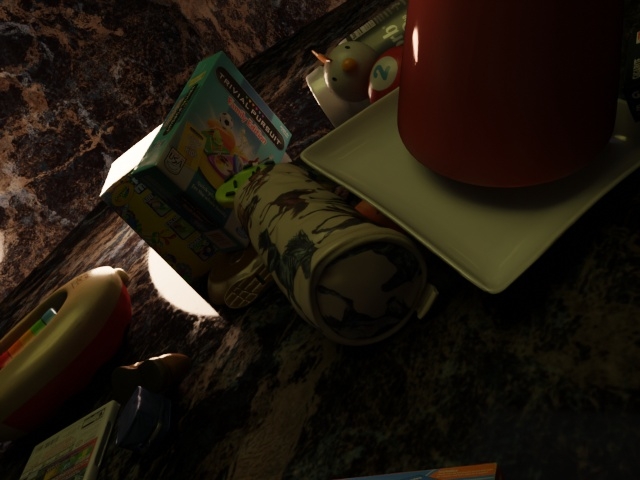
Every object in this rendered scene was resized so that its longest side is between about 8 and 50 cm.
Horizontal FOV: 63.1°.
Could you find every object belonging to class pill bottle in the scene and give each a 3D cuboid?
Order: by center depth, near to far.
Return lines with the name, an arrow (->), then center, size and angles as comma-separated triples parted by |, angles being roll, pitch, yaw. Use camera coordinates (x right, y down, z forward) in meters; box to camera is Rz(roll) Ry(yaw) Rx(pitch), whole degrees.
pill bottle -> 0.165, -0.391, 1.146 | 0.363, 0.210, 0.210 | -32, 27, 14

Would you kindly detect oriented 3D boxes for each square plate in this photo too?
square plate -> 0.207, -0.118, 0.688 | 0.347, 0.049, 0.344 | -36, 51, -17

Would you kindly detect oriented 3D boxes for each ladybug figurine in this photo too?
ladybug figurine -> -0.569, 0.245, 1.111 | 0.449, 0.162, 0.305 | -47, 27, -15

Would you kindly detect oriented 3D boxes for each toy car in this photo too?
toy car -> 0.085, -0.308, 0.972 | 0.210, 0.238, 0.219 | -35, -34, -78

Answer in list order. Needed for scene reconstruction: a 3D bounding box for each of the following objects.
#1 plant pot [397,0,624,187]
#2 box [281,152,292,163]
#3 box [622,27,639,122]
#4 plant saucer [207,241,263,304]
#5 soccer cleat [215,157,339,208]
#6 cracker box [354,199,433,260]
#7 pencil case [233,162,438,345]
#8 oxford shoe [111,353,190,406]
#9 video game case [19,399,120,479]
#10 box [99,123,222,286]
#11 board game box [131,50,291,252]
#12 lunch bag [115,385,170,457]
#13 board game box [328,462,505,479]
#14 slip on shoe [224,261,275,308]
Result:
plant pot -> 0.215, -0.239, 0.595 | 0.275, 0.243, 0.275 | -7, 49, 8
box -> -0.132, -0.204, 1.340 | 0.087, 0.102, 0.101 | -38, 28, -4
box -> 0.472, -0.237, 0.627 | 0.175, 0.051, 0.220 | -15, 26, 41
plant saucer -> -0.160, 0.044, 1.062 | 0.199, 0.036, 0.198 | -28, 28, 17
soccer cleat -> -0.057, -0.105, 1.015 | 0.289, 0.121, 0.093 | -20, 45, -9
cracker box -> 0.181, -0.085, 0.805 | 0.232, 0.067, 0.156 | -42, 28, -8
pencil case -> 0.000, 0.000, 0.781 | 0.184, 0.159, 0.410 | 2, 19, -23
oxford shoe -> -0.297, 0.241, 0.907 | 0.212, 0.076, 0.076 | -24, -6, 40
video game case -> -0.444, 0.389, 0.888 | 0.201, 0.023, 0.183 | -31, 27, 12
box -> -0.340, -0.094, 1.229 | 0.177, 0.279, 0.290 | -38, 27, 1
board game box -> -0.205, -0.185, 1.087 | 0.079, 0.254, 0.336 | -11, 48, 35
lunch bag -> -0.262, 0.277, 0.789 | 0.067, 0.065, 0.098 | -56, 23, 9
board game box -> 0.014, 0.267, 0.454 | 0.281, 0.027, 0.145 | -22, 11, 30
slip on shoe -> -0.115, 0.076, 0.954 | 0.135, 0.051, 0.041 | -44, -14, 7
